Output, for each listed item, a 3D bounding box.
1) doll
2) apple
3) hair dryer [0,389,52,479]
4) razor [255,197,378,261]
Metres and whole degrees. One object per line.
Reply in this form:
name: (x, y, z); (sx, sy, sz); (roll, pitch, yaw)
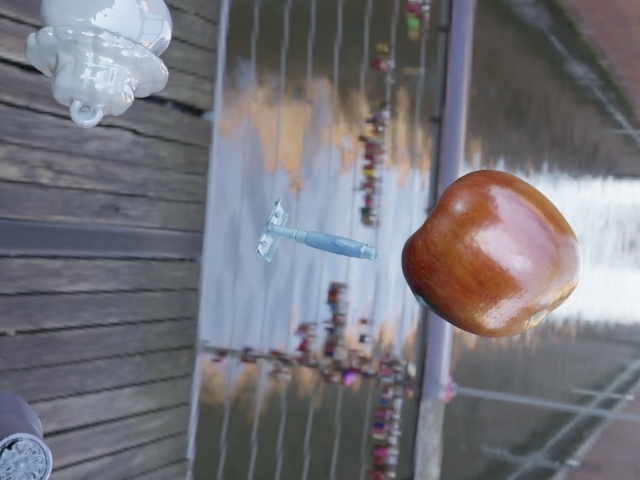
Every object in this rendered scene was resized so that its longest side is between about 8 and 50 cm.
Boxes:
doll: (-0.169, -0.231, 0.899); (0.119, 0.138, 0.293); (149, -48, -67)
apple: (0.196, 0.020, 1.190); (0.199, 0.199, 0.199); (5, 90, -68)
hair dryer: (-0.397, 0.331, 1.115); (0.121, 0.301, 0.361); (29, 75, -21)
razor: (0.000, 0.000, 1.175); (0.068, 0.135, 0.040); (-68, 154, -21)
